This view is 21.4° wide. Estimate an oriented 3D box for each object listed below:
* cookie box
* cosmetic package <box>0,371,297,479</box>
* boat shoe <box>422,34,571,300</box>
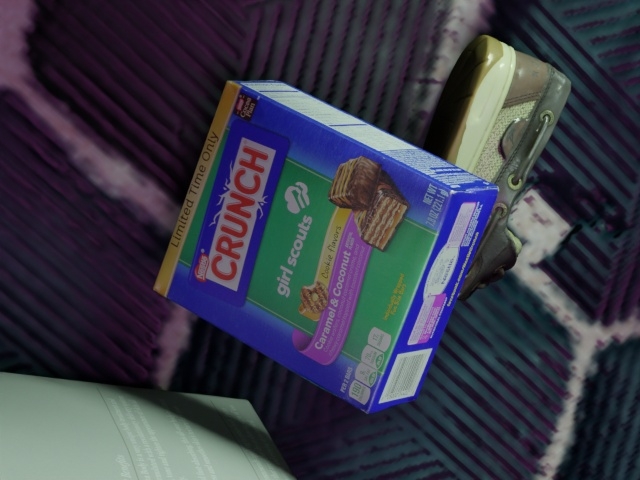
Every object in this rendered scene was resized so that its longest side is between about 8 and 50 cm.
[{"bbox_3d":[0.000,0.000,0.642,0.107,0.040,0.092,28,106,28],"label":"cookie box"},{"bbox_3d":[-0.131,0.112,0.630,0.238,0.127,0.107,6,107,-17],"label":"cosmetic package"},{"bbox_3d":[0.057,-0.003,0.674,0.049,0.056,0.152,17,104,-9],"label":"boat shoe"}]
